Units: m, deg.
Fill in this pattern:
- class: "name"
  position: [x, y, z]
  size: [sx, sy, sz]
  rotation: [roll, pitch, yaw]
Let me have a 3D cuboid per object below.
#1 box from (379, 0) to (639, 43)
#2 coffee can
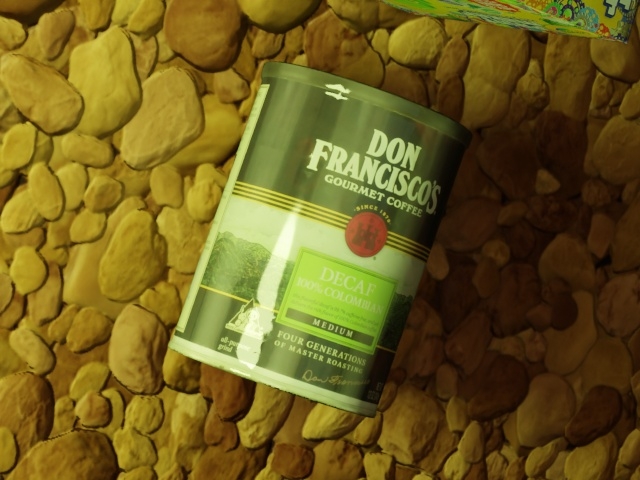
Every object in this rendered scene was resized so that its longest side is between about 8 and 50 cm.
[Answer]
- class: "box"
  position: [0.104, -0.307, 1.758]
  size: [0.279, 0.290, 0.177]
  rotation: [15, 91, -39]
- class: "coffee can"
  position: [0.000, 0.000, 1.802]
  size: [0.202, 0.201, 0.275]
  rotation: [20, 87, -40]
